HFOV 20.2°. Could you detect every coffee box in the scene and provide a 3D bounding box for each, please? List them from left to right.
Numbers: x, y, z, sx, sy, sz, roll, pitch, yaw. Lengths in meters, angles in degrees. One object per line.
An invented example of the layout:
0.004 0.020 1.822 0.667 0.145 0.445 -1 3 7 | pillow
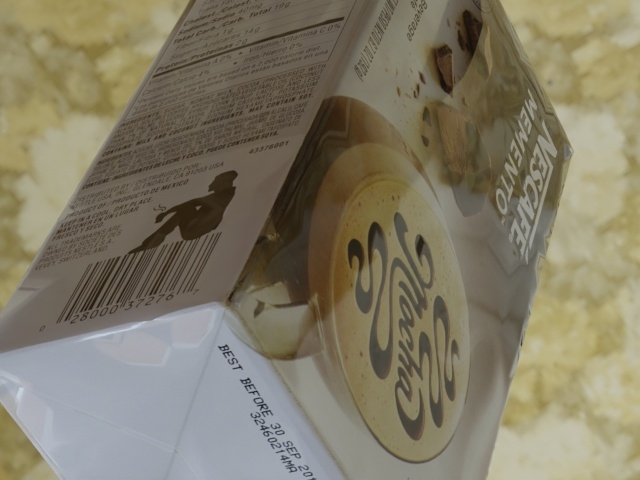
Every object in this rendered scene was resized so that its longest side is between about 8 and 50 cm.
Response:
0.000 0.000 0.747 0.119 0.168 0.297 -14 -147 29 | coffee box
